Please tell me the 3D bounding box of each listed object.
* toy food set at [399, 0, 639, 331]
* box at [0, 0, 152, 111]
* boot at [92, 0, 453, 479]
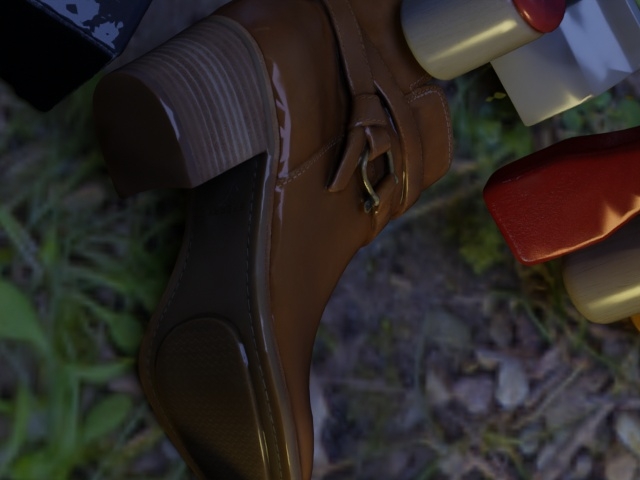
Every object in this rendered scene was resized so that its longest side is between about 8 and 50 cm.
[{"bbox_3d":[0.125,-0.056,0.561,0.232,0.104,0.111,60,34,-11],"label":"toy food set"},{"bbox_3d":[-0.114,-0.159,0.488,0.156,0.093,0.158,32,71,-19],"label":"box"},{"bbox_3d":[0.000,0.000,0.541,0.152,0.073,0.197,-30,118,-44],"label":"boot"}]
